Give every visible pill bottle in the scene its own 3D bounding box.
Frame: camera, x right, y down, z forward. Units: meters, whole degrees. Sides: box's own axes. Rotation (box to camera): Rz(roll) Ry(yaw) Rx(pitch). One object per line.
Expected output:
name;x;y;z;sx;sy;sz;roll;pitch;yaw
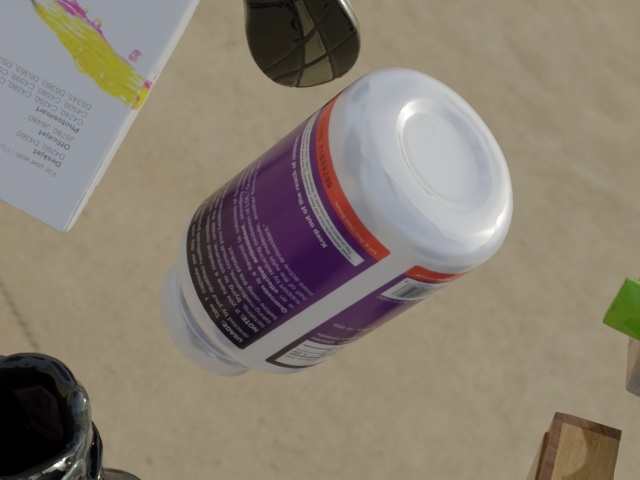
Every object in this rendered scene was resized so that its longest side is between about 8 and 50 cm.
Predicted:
pill bottle;0.000;0.000;1.390;0.181;0.323;0.182;23;51;-31

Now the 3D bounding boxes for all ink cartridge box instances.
ink cartridge box;-0.182;-0.185;1.094;0.197;0.270;0.198;28;16;-8

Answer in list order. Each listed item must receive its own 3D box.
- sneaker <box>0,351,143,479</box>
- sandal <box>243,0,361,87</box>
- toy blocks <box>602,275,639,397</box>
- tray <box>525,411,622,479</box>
sneaker;-0.210;0.193;1.203;0.185;0.202;0.483;28;-3;18
sandal;-0.037;-0.279;1.658;0.086;0.120;0.303;-84;158;-45
toy blocks;0.443;0.110;1.533;0.381;0.191;0.261;25;24;1
tray;0.197;0.377;1.609;0.076;0.411;0.203;17;46;4
